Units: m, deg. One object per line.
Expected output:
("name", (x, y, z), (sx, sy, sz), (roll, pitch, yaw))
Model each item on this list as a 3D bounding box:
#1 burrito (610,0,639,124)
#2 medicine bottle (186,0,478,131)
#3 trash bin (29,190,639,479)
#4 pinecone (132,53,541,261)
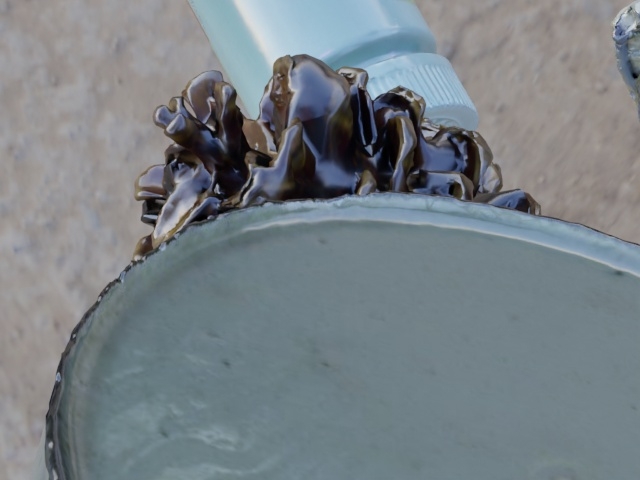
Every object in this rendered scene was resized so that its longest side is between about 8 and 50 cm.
("burrito", (0.229, -0.072, 1.003), (0.058, 0.229, 0.063), (20, 67, 36))
("medicine bottle", (-0.017, -0.189, 1.326), (0.158, 0.158, 0.318), (-25, 72, -12))
("trash bin", (0.005, 0.229, 0.485), (0.280, 0.432, 0.280), (13, 31, -8))
("pinecone", (0.002, 0.012, 1.017), (0.243, 0.257, 0.243), (-10, 75, 39))
